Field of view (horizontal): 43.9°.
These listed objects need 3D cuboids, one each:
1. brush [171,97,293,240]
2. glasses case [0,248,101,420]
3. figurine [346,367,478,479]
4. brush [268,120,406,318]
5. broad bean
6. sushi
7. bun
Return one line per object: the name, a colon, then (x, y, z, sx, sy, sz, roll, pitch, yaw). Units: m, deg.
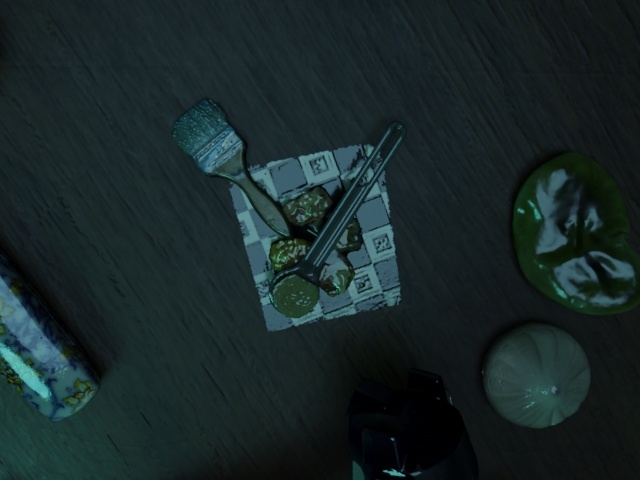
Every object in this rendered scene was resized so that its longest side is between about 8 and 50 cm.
brush: (-0.094, -0.077, 0.932, 0.070, 0.021, 0.196, -39, 89, 0)
glasses case: (-0.359, 0.101, 0.931, 0.087, 0.065, 0.248, -35, 101, -1)
figurine: (0.110, 0.285, 0.909, 0.143, 0.308, 0.309, -4, 100, 8)
brush: (0.025, -0.026, 0.928, 0.062, 0.027, 0.266, 32, 92, -18)
broad bean: (0.318, -0.002, 0.984, 0.153, 0.072, 0.207, -29, 89, -3)
sushi: (0.000, 0.000, 0.961, 0.192, 0.040, 0.210, -12, 100, -3)
bun: (0.277, 0.174, 0.990, 0.138, 0.094, 0.138, -1, 99, -9)
